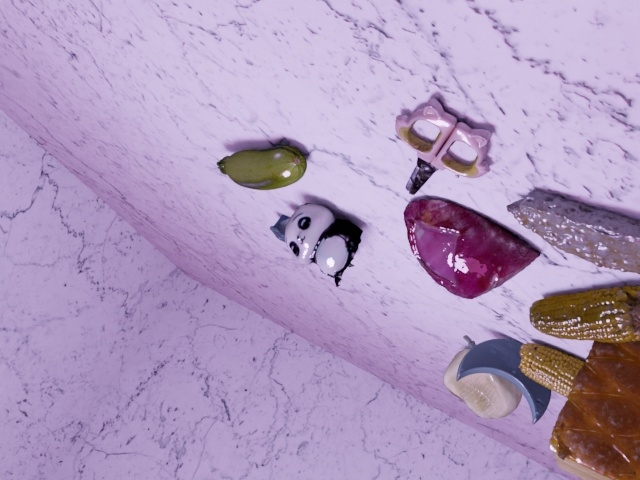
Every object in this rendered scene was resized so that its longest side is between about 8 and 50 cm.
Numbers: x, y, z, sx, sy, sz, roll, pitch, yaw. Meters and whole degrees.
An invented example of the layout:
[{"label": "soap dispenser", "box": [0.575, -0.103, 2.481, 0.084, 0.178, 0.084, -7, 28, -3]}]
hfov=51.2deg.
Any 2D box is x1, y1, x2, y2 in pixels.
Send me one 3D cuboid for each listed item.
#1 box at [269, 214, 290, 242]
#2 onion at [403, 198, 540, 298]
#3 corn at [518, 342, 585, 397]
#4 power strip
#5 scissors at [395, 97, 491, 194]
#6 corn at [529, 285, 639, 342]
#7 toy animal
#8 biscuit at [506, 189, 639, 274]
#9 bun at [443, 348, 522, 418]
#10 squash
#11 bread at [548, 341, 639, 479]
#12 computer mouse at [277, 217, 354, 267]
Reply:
[{"label": "box", "box": [-0.078, -0.024, 1.804, 0.099, 0.054, 0.074, 23, 161, 29]}, {"label": "onion", "box": [0.248, 0.032, 1.250, 0.247, 0.111, 0.250, 29, 166, 5]}, {"label": "corn", "box": [0.582, 0.320, 1.505, 0.293, 0.106, 0.106, 23, 162, 27]}, {"label": "power strip", "box": [0.450, 0.322, 1.640, 0.253, 0.168, 0.054, 30, 158, 19]}, {"label": "scissors", "box": [0.175, -0.125, 1.055, 0.160, 0.024, 0.317, 31, 165, 4]}, {"label": "corn", "box": [0.468, 0.131, 1.167, 0.097, 0.097, 0.320, 34, 167, -7]}, {"label": "toy animal", "box": [-0.001, 0.005, 1.555, 0.179, 0.166, 0.138, 30, -159, 4]}, {"label": "biscuit", "box": [0.409, 0.000, 0.962, 0.289, 0.038, 0.141, 22, 163, 38]}, {"label": "bun", "box": [0.474, 0.407, 1.932, 0.229, 0.145, 0.229, 24, 129, 33]}, {"label": "squash", "box": [-0.131, -0.154, 1.448, 0.094, 0.094, 0.341, 41, 160, -30]}, {"label": "bread", "box": [0.586, 0.323, 1.175, 0.279, 0.279, 0.207, 17, 160, 36]}, {"label": "computer mouse", "box": [0.001, -0.006, 1.687, 0.229, 0.068, 0.113, 27, 174, -18]}]
